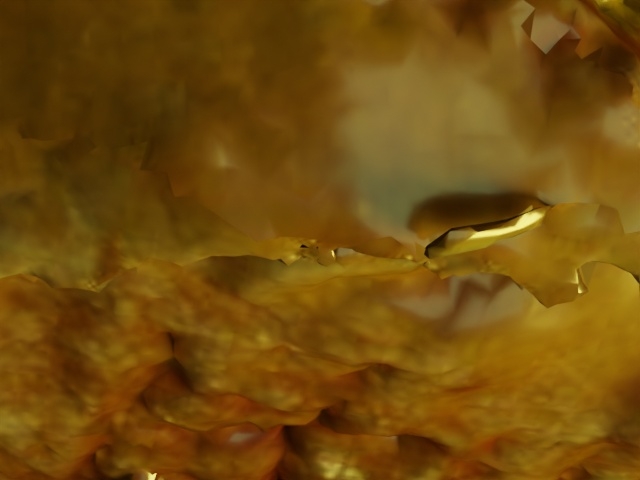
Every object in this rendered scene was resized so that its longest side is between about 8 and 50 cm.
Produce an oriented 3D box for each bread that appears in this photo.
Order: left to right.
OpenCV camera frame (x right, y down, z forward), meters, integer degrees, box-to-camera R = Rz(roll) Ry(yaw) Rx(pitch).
[{"bbox_3d":[0.001,0.002,0.576,0.337,0.204,0.358,-23,136,36],"label":"bread"}]
